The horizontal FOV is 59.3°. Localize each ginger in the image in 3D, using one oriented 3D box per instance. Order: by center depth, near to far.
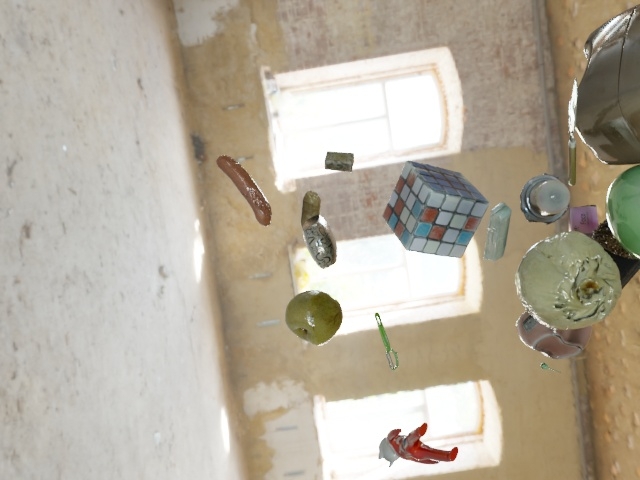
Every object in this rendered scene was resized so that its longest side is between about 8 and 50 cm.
[{"bbox_3d":[-0.037,-0.093,2.052,0.095,0.068,0.190,-87,-178,-75],"label":"ginger"}]

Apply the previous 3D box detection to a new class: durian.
[{"bbox_3d":[0.877,-0.019,1.651,0.149,0.188,0.091,-91,174,-48],"label":"durian"}]

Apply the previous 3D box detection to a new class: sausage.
[{"bbox_3d":[-0.284,-0.198,2.173,0.327,0.087,0.079,54,35,-1],"label":"sausage"}]

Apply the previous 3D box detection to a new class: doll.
[{"bbox_3d":[0.305,0.701,1.907,0.099,0.188,0.384,-52,-177,-33],"label":"doll"}]

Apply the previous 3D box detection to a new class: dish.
[{"bbox_3d":[0.683,0.278,1.639,0.213,0.213,0.091,80,17,-47],"label":"dish"}]

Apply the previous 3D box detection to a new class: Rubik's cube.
[{"bbox_3d":[0.416,-0.113,2.071,0.256,0.258,0.254,-114,-142,-54],"label":"Rubik's cube"}]

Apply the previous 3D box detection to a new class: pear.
[{"bbox_3d":[-0.022,0.296,2.258,0.228,0.211,0.188,44,-34,-12],"label":"pear"}]

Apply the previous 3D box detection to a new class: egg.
[{"bbox_3d":[0.822,-0.064,1.370,0.220,0.220,0.270,79,-11,-53],"label":"egg"}]

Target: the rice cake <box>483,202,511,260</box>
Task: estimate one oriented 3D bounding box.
[{"bbox_3d":[0.311,-0.010,0.991,0.029,0.033,0.171,48,-11,29],"label":"rice cake"}]

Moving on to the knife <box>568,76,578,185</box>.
[{"bbox_3d":[0.581,-0.245,1.296,0.298,0.017,0.047,65,28,-45],"label":"knife"}]

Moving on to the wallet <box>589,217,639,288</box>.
[{"bbox_3d":[0.869,0.075,1.718,0.170,0.321,0.044,39,-6,35],"label":"wallet"}]

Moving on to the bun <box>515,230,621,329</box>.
[{"bbox_3d":[0.629,0.115,1.408,0.152,0.259,0.260,-118,-162,-73],"label":"bun"}]

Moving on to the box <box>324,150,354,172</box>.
[{"bbox_3d":[0.062,-0.262,1.860,0.045,0.098,0.062,86,16,-51],"label":"box"}]

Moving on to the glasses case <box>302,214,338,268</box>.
[{"bbox_3d":[0.000,0.000,1.744,0.137,0.085,0.355,63,5,-7],"label":"glasses case"}]

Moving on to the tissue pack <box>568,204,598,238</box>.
[{"bbox_3d":[0.927,0.013,1.990,0.246,0.092,0.149,69,28,-43],"label":"tissue pack"}]

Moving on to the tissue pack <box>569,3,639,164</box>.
[{"bbox_3d":[0.805,-0.393,1.384,0.276,0.267,0.387,-17,-138,53],"label":"tissue pack"}]

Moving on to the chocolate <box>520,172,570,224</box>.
[{"bbox_3d":[0.906,-0.168,2.242,0.147,0.221,0.222,-1,82,-81],"label":"chocolate"}]

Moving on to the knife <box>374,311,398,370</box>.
[{"bbox_3d":[0.238,0.354,2.005,0.015,0.054,0.212,-20,-91,51],"label":"knife"}]

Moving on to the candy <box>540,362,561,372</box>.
[{"bbox_3d":[0.819,0.455,1.997,0.025,0.023,0.083,40,-15,-32],"label":"candy"}]
